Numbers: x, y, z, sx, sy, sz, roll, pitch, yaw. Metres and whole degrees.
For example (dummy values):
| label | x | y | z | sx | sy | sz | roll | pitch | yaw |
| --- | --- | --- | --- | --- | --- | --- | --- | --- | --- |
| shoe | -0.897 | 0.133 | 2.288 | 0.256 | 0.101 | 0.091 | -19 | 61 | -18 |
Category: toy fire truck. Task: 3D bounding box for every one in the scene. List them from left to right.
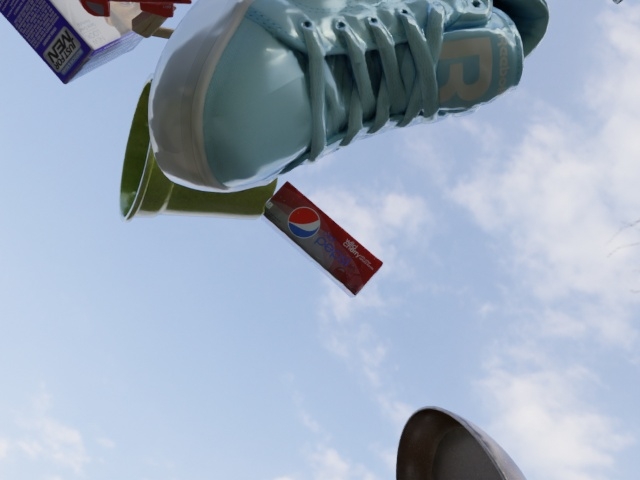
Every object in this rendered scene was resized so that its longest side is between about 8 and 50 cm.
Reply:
| label | x | y | z | sx | sy | sz | roll | pitch | yaw |
| --- | --- | --- | --- | --- | --- | --- | --- | --- | --- |
| toy fire truck | -0.218 | -0.307 | 0.808 | 0.192 | 0.047 | 0.135 | -4 | -20 | -14 |

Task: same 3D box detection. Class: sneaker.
| label | x | y | z | sx | sy | sz | roll | pitch | yaw |
| --- | --- | --- | --- | --- | --- | --- | --- | --- | --- |
| sneaker | 0.054 | -0.133 | 0.421 | 0.150 | 0.366 | 0.135 | 16 | -49 | 33 |

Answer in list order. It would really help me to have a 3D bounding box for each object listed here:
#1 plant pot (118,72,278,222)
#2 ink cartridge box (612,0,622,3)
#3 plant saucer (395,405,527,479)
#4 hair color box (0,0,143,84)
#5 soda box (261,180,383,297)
| label | x | y | z | sx | sy | sz | roll | pitch | yaw |
| --- | --- | --- | --- | --- | --- | --- | --- | --- | --- |
| plant pot | -0.224 | -0.146 | 1.162 | 0.254 | 0.276 | 0.276 | 11 | -48 | -27 |
| ink cartridge box | 0.303 | -0.339 | 0.556 | 0.066 | 0.232 | 0.189 | 12 | -44 | -35 |
| plant saucer | 0.168 | 0.333 | 0.658 | 0.050 | 0.310 | 0.310 | -5 | -52 | -17 |
| hair color box | -0.432 | -0.431 | 0.939 | 0.110 | 0.185 | 0.338 | -27 | -71 | 37 |
| soda box | 0.000 | 0.000 | 1.261 | 0.263 | 0.092 | 0.083 | 41 | -10 | 5 |
